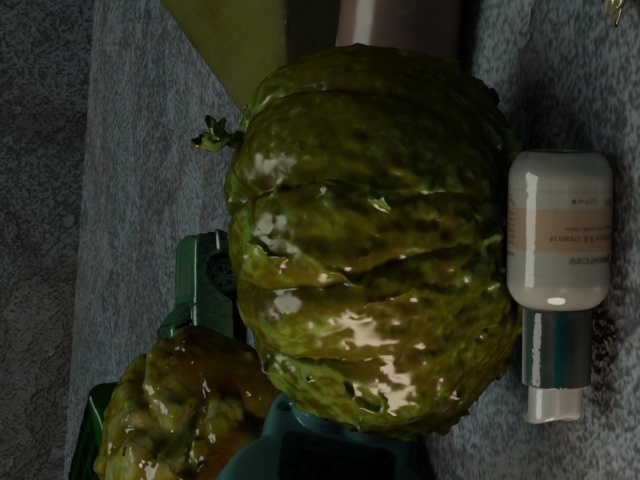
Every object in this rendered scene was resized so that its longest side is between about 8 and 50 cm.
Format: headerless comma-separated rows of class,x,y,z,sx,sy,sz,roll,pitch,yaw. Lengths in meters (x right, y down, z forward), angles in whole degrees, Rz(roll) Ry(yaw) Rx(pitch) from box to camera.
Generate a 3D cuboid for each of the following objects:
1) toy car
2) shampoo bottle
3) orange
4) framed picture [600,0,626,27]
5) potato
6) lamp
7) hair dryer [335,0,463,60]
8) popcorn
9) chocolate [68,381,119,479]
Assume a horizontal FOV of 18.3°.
toy car,-0.153,0.148,2.533,0.141,0.097,0.321,161,107,-73
shampoo bottle,0.165,0.033,1.386,0.074,0.074,0.192,-162,72,-74
orange,0.053,0.003,1.478,0.300,0.223,0.301,-11,-87,-67
framed picture,0.194,-0.312,1.354,0.273,0.016,0.216,-101,18,-45
potato,-0.038,-0.243,1.999,0.269,0.112,0.255,51,153,9
lamp,0.006,0.238,1.759,0.147,0.209,0.284,109,174,-57
hair dryer,0.053,-0.190,1.808,0.344,0.106,0.189,-102,15,-66
popcorn,-0.105,0.236,2.050,0.247,0.282,0.282,-31,60,57
chocolate,-0.165,0.356,2.307,0.360,0.161,0.341,115,135,-65
